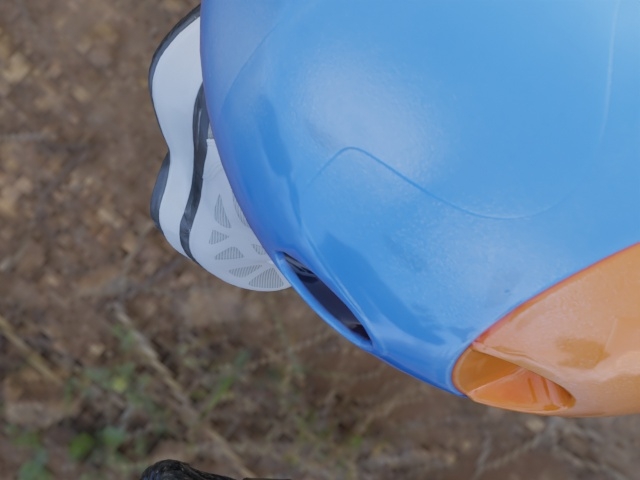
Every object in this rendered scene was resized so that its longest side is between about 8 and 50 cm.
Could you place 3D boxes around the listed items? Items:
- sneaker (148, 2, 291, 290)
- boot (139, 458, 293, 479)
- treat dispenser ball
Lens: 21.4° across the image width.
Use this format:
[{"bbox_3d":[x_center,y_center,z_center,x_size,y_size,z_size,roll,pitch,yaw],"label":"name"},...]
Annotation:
[{"bbox_3d":[-0.001,0.000,1.353,0.257,0.169,0.447,48,168,18],"label":"sneaker"},{"bbox_3d":[0.024,0.260,1.191,0.260,0.131,0.348,9,-173,-27],"label":"boot"},{"bbox_3d":[0.098,-0.077,0.646,0.288,0.288,0.288,32,158,15],"label":"treat dispenser ball"}]
